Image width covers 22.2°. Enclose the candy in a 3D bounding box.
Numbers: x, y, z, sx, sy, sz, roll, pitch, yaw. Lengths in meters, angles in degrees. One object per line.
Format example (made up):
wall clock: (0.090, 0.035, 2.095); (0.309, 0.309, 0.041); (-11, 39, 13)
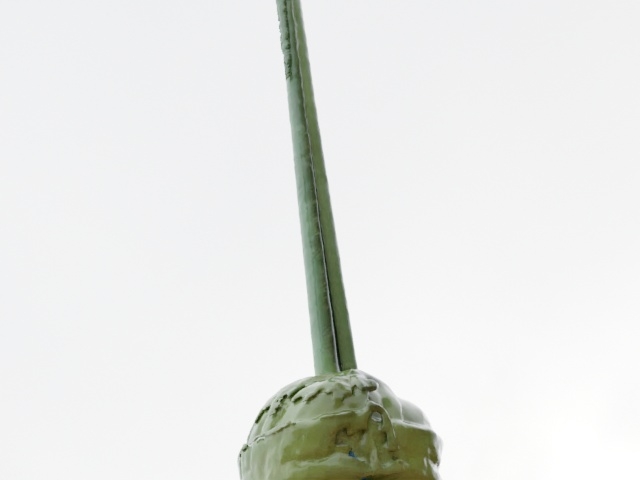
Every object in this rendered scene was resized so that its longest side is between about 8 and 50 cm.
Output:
candy: (0.000, 0.000, 0.778); (0.093, 0.336, 0.092); (-6, -27, 1)
